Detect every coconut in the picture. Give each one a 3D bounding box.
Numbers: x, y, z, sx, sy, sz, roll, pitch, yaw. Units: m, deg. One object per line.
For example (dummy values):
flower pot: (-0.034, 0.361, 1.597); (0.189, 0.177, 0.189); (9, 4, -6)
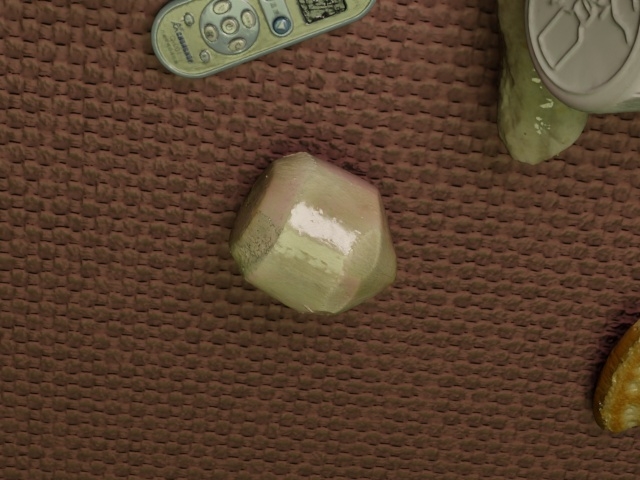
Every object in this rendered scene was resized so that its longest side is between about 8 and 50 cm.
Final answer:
coconut: (0.000, 0.000, 1.066); (0.182, 0.171, 0.171); (29, 112, -16)

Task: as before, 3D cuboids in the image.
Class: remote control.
remote control: (-0.057, -0.237, 1.009); (0.244, 0.047, 0.087); (-18, 113, 7)

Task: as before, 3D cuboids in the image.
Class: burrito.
burrito: (0.217, -0.237, 0.963); (0.105, 0.143, 0.299); (8, 126, 26)

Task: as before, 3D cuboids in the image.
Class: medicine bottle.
medicine bottle: (0.376, -0.214, 0.882); (0.394, 0.242, 0.243); (-3, 119, -24)

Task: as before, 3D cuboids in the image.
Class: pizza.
pizza: (0.439, 0.164, 1.231); (0.198, 0.062, 0.188); (4, 129, -12)
